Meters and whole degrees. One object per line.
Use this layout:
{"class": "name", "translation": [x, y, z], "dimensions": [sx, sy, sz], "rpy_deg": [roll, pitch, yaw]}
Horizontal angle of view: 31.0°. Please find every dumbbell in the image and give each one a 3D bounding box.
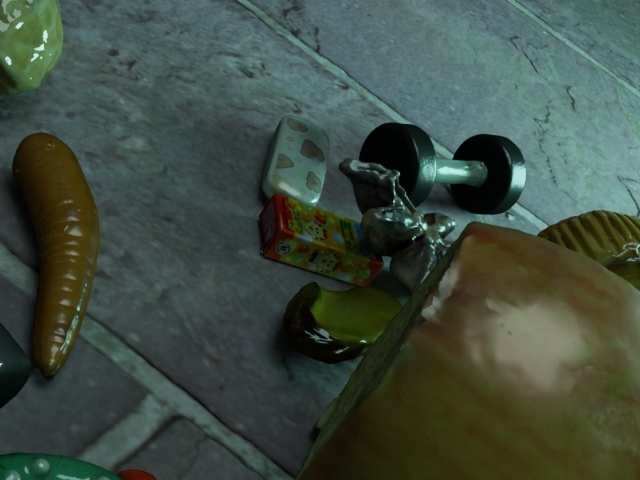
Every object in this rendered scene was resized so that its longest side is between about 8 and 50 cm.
{"class": "dumbbell", "translation": [0.143, -0.081, 1.337], "dimensions": [0.191, 0.100, 0.100], "rpy_deg": [0, 45, -40]}

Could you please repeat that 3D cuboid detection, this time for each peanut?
{"class": "peanut", "translation": [-0.342, -0.263, 1.119], "dimensions": [0.152, 0.152, 0.313], "rpy_deg": [-3, 47, -43]}

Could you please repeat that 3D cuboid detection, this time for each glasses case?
{"class": "glasses case", "translation": [-0.026, -0.084, 1.248], "dimensions": [0.063, 0.041, 0.164], "rpy_deg": [27, 33, -11]}

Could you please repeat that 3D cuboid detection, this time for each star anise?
{"class": "star anise", "translation": [0.105, 0.012, 1.175], "dimensions": [0.208, 0.063, 0.171], "rpy_deg": [35, 29, -49]}

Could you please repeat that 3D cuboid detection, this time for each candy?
{"class": "candy", "translation": [0.000, 0.000, 1.163], "dimensions": [0.122, 0.038, 0.062], "rpy_deg": [18, 36, -23]}

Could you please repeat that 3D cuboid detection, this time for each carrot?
{"class": "carrot", "translation": [-0.214, 0.004, 0.958], "dimensions": [0.066, 0.062, 0.271], "rpy_deg": [48, 17, -50]}

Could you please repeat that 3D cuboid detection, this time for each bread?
{"class": "bread", "translation": [0.299, 0.054, 1.219], "dimensions": [0.199, 0.199, 0.104], "rpy_deg": [15, 36, -26]}

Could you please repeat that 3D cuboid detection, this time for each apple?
{"class": "apple", "translation": [0.165, 0.178, 0.934], "dimensions": [0.309, 0.314, 0.252], "rpy_deg": [34, -10, 1]}

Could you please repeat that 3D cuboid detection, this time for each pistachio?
{"class": "pistachio", "translation": [0.014, 0.077, 1.063], "dimensions": [0.090, 0.049, 0.173], "rpy_deg": [37, 22, 19]}

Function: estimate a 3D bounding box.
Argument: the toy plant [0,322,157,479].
{"class": "toy plant", "translation": [-0.241, 0.132, 0.647], "dimensions": [0.400, 0.185, 0.279], "rpy_deg": [60, 5, 8]}
